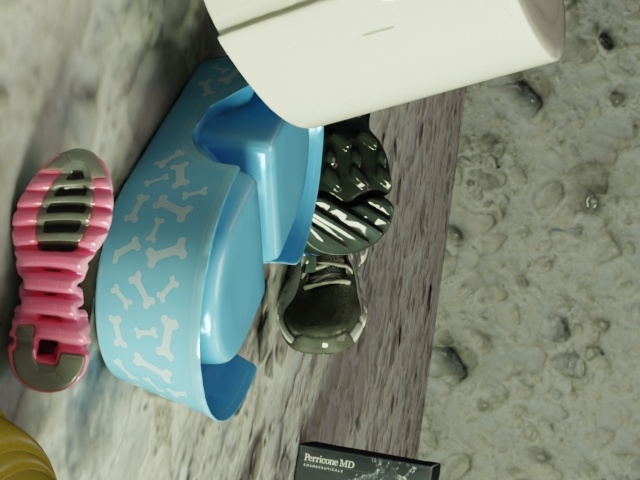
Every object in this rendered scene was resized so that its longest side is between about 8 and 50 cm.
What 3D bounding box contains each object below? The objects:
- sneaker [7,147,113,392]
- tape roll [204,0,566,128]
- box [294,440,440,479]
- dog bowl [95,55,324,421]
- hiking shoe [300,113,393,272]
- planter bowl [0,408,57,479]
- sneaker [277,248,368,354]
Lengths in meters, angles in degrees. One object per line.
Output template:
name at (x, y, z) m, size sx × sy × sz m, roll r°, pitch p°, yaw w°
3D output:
sneaker at (-0.128, 0.013, 0.586) m, size 0.057 × 0.047 × 0.119 m, roll -135°, pitch -124°, yaw -86°
tape roll at (0.038, -0.206, 0.729) m, size 0.246 × 0.169 × 0.246 m, roll -14°, pitch 90°, yaw -69°
box at (0.046, 0.319, 1.341) m, size 0.093 × 0.156 × 0.158 m, roll 36°, pitch 62°, yaw -76°
dog bowl at (-0.066, -0.017, 0.780) m, size 0.297 × 0.074 × 0.166 m, roll -70°, pitch 163°, yaw -49°
hiking shoe at (-0.006, -0.132, 1.002) m, size 0.132 × 0.113 × 0.304 m, roll 156°, pitch -60°, yaw -67°
planter bowl at (-0.138, 0.176, 0.506) m, size 0.217 × 0.090 × 0.217 m, roll 8°, pitch 90°, yaw -78°
sneaker at (0.000, 0.000, 1.129) m, size 0.228 × 0.086 × 0.132 m, roll -83°, pitch 170°, yaw -59°
